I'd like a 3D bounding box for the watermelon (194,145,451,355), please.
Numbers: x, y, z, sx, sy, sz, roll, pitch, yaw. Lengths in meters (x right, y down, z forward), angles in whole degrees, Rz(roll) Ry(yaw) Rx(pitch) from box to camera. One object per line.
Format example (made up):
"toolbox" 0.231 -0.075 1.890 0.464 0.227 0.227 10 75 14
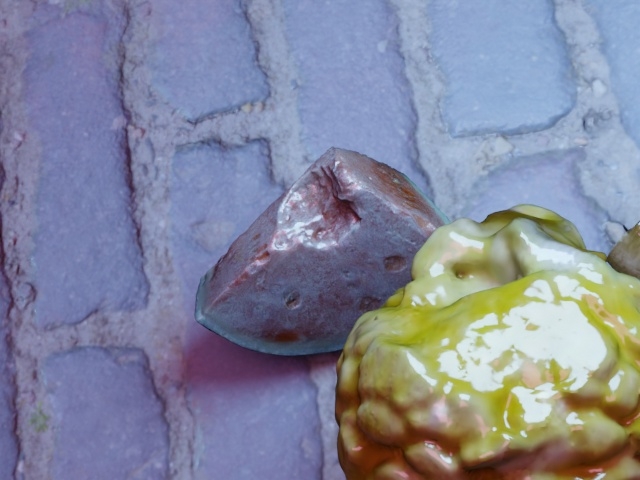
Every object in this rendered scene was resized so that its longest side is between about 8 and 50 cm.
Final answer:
"watermelon" 0.000 0.000 1.540 0.318 0.226 0.148 -14 40 -2

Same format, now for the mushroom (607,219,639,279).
"mushroom" 0.450 -0.003 1.418 0.285 0.156 0.151 -26 62 -23

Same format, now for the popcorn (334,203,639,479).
"popcorn" 0.195 0.165 1.340 0.344 0.354 0.390 32 57 14
